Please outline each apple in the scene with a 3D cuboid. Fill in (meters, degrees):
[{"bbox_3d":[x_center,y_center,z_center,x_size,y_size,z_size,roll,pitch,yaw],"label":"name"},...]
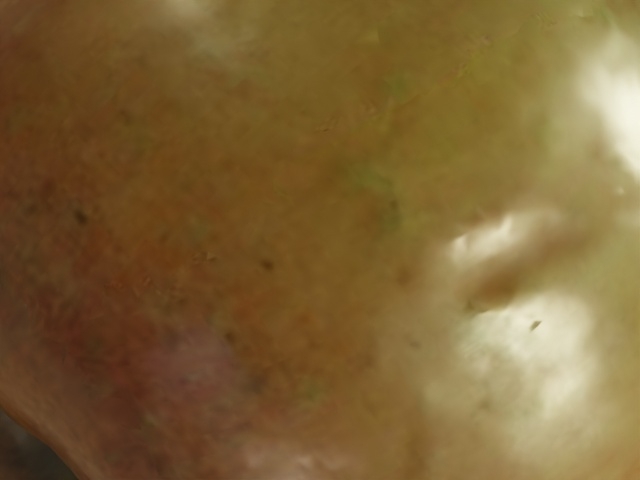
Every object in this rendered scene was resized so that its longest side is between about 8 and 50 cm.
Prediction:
[{"bbox_3d":[0.000,0.000,0.495,0.305,0.338,0.338,-41,112,-30],"label":"apple"}]
